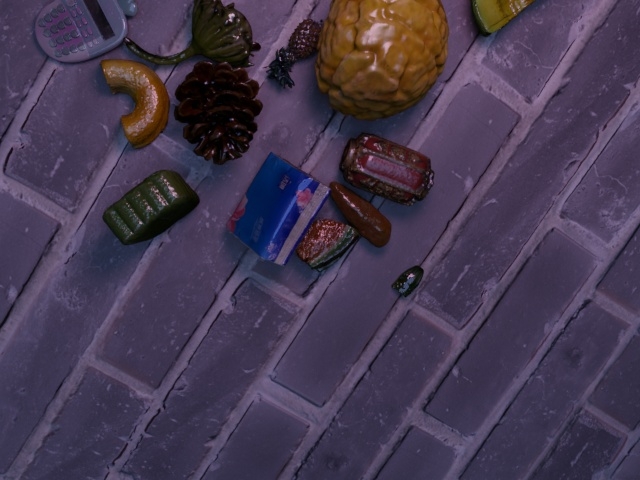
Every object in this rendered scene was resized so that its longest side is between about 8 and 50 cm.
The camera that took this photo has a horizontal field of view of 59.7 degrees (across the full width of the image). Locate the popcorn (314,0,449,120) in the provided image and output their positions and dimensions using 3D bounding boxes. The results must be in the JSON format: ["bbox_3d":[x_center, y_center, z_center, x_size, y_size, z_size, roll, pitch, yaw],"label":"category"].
[{"bbox_3d":[0.166,-0.505,1.477,0.344,0.354,0.390,19,142,-9],"label":"popcorn"}]

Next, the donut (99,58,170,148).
[{"bbox_3d":[-0.506,-0.403,1.567,0.152,0.101,0.259,-20,98,-8],"label":"donut"}]

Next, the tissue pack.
[{"bbox_3d":[-0.125,-0.093,1.599,0.209,0.137,0.270,38,99,33],"label":"tissue pack"}]

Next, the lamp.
[{"bbox_3d":[0.194,-0.209,1.637,0.273,0.177,0.177,20,98,-7],"label":"lamp"}]

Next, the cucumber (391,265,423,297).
[{"bbox_3d":[0.286,0.127,1.773,0.067,0.035,0.107,41,93,-10],"label":"cucumber"}]

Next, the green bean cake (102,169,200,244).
[{"bbox_3d":[-0.461,-0.094,1.552,0.222,0.248,0.125,-38,90,2],"label":"green bean cake"}]

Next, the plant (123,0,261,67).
[{"bbox_3d":[-0.333,-0.555,1.561,0.333,0.180,0.251,-22,112,26],"label":"plant"}]

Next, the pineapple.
[{"bbox_3d":[-0.062,-0.536,1.587,0.103,0.083,0.221,39,97,-11],"label":"pineapple"}]

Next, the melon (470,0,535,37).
[{"bbox_3d":[0.513,-0.710,1.594,0.265,0.129,0.169,-38,98,-4],"label":"melon"}]

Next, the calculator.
[{"bbox_3d":[-0.640,-0.603,1.537,0.298,0.041,0.186,-26,102,2],"label":"calculator"}]

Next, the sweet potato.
[{"bbox_3d":[0.116,-0.084,1.693,0.251,0.097,0.097,44,93,-7],"label":"sweet potato"}]

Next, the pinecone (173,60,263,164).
[{"bbox_3d":[-0.280,-0.342,1.514,0.243,0.309,0.244,-5,141,-4],"label":"pinecone"}]

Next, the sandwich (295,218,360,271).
[{"bbox_3d":[0.008,-0.005,1.689,0.184,0.109,0.160,-41,89,2],"label":"sandwich"}]
